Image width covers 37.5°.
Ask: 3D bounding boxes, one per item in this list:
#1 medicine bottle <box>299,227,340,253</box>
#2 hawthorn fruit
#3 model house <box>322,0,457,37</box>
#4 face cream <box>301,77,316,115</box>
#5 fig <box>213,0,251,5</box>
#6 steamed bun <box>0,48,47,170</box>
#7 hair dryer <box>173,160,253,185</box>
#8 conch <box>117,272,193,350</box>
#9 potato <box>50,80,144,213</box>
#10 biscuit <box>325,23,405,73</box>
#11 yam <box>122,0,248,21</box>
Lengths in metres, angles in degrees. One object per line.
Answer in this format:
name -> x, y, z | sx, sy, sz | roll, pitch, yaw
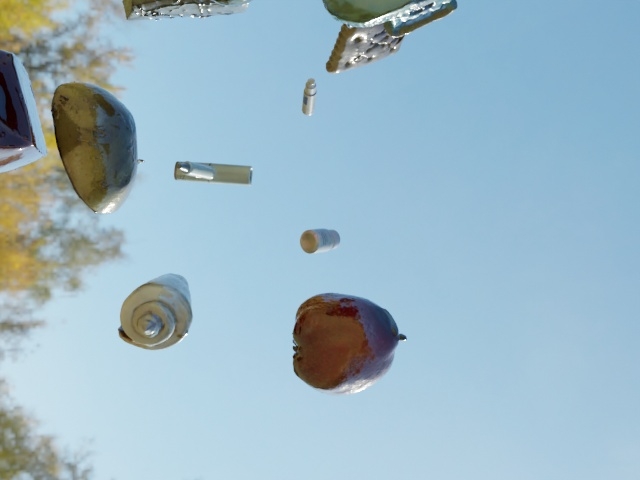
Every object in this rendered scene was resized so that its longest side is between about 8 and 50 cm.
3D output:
medicine bottle -> 0.000, 0.000, 2.010 | 0.052, 0.089, 0.052 | 3, -84, 35
hawthorn fruit -> 0.049, 0.177, 1.640 | 0.185, 0.202, 0.185 | 172, -90, -89
model house -> 0.130, -0.420, 1.573 | 0.241, 0.261, 0.225 | 63, 7, -68
face cream -> -0.027, -0.366, 2.382 | 0.130, 0.034, 0.034 | 101, -23, -64
fig -> -0.172, -0.465, 1.579 | 0.186, 0.148, 0.142 | -1, -129, 34
steamed bun -> -0.680, -0.238, 1.811 | 0.379, 0.248, 0.234 | -172, -110, -80
hair dryer -> -0.219, -0.132, 1.810 | 0.183, 0.155, 0.044 | -12, 104, -85
conch -> -0.296, 0.138, 1.826 | 0.158, 0.127, 0.255 | -62, 172, 21
potato -> -0.456, -0.212, 2.039 | 0.116, 0.239, 0.298 | -12, -87, 18
biscuit -> 0.138, -0.493, 2.064 | 0.044, 0.217, 0.325 | 55, -31, 18
yam -> -0.304, -0.577, 2.071 | 0.201, 0.271, 0.202 | 105, -22, -70
